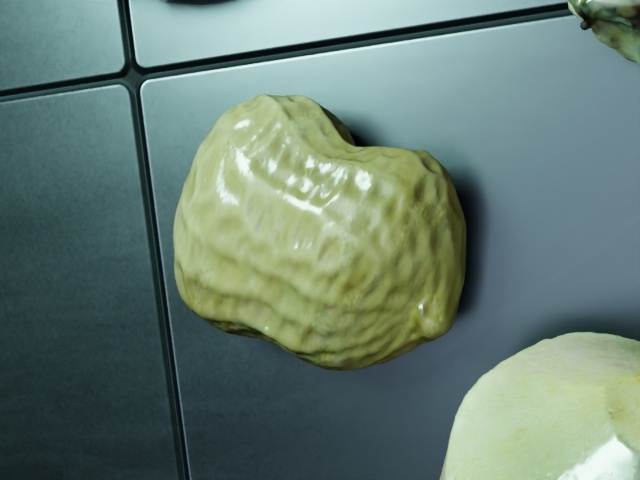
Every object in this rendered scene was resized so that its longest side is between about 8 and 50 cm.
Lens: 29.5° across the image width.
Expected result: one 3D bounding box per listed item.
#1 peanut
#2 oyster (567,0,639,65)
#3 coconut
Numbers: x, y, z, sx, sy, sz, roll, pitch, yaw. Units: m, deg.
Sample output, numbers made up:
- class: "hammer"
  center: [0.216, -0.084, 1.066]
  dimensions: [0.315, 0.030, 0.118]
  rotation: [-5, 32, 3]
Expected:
- class: "peanut"
  center: [0.000, 0.000, 0.927]
  dimensions: [0.233, 0.110, 0.197]
  rotation: [24, 104, 18]
- class: "oyster"
  center: [0.245, -0.275, 0.812]
  dimensions: [0.237, 0.115, 0.352]
  rotation: [0, 101, 11]
- class: "coconut"
  center: [0.193, 0.186, 0.818]
  dimensions: [0.259, 0.259, 0.259]
  rotation: [2, 97, 20]
